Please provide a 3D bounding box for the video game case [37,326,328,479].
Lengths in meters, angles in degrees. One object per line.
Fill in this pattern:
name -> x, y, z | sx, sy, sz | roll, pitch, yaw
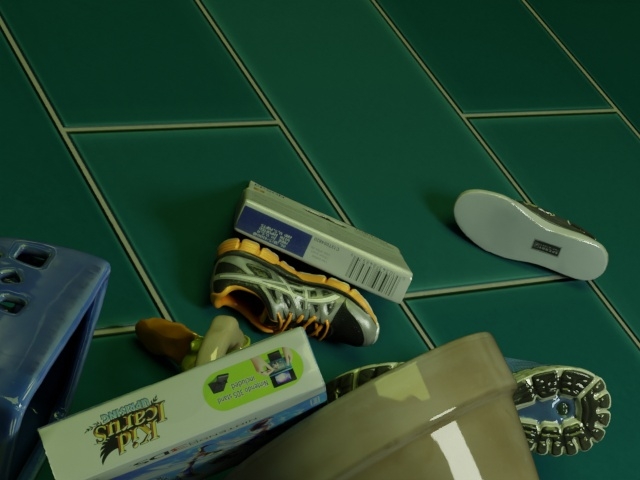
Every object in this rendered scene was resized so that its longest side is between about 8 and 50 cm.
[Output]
video game case -> -0.114, 0.175, 1.491 | 0.244, 0.269, 0.061 | -21, 75, -4

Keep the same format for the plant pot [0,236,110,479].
plant pot -> -0.349, 0.124, 1.513 | 0.212, 0.236, 0.236 | 22, 37, 2

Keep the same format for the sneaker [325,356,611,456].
sneaker -> 0.155, 0.194, 1.846 | 0.330, 0.129, 0.147 | 2, 2, -11

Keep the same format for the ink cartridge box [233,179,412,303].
ink cartridge box -> 0.000, 0.000, 1.993 | 0.223, 0.045, 0.224 | 24, 7, -4

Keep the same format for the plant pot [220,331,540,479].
plant pot -> 0.099, 0.288, 1.569 | 0.323, 0.323, 0.280 | -19, 73, -45

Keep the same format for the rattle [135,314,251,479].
rattle -> -0.154, 0.174, 1.708 | 0.143, 0.130, 0.199 | 15, 64, 1

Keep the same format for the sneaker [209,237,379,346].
sneaker -> -0.035, 0.079, 1.892 | 0.215, 0.084, 0.083 | 24, 50, 0

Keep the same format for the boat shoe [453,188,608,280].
boat shoe -> 0.285, -0.017, 2.205 | 0.228, 0.080, 0.076 | 19, 20, -7
